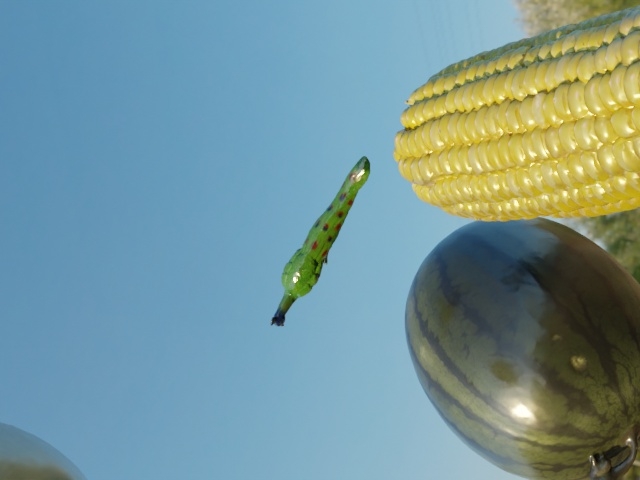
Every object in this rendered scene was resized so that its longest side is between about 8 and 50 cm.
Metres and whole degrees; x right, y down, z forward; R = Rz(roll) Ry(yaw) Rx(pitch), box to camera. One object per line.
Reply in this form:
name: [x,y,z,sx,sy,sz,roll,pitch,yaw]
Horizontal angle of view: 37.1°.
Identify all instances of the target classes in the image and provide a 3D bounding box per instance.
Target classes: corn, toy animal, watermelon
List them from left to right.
toy animal: [0.002,0.000,1.081,0.216,0.041,0.075,-59,-4,8]
watermelon: [0.251,0.127,1.108,0.279,0.359,0.278,-17,-50,-21]
corn: [0.128,-0.057,0.453,0.093,0.244,0.093,1,-92,-29]

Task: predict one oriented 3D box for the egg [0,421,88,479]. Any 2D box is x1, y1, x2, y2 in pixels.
egg: [-0.287,0.260,0.577,0.336,0.279,0.278,-41,-41,-64]
